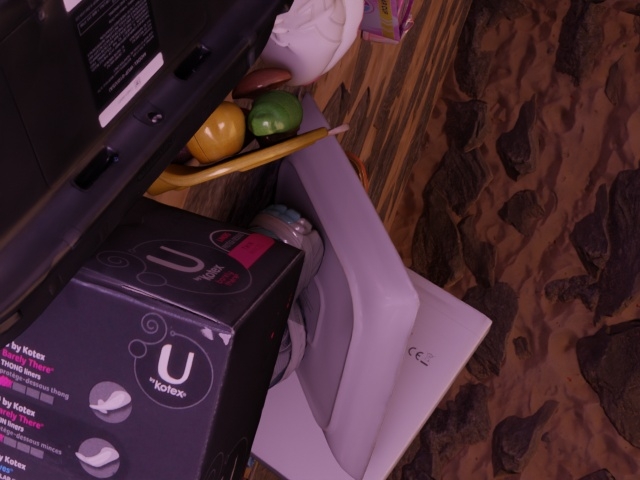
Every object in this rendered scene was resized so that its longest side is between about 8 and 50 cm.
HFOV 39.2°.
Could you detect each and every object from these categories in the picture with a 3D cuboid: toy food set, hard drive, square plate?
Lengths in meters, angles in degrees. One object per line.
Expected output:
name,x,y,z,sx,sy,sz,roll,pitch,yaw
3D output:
toy food set,-0.066,-0.093,0.708,0.218,0.128,0.071,-39,111,-70
hard drive,0.050,0.190,1.267,0.353,0.233,0.047,-50,161,-23
square plate,0.001,0.059,1.076,0.344,0.049,0.347,100,-27,-45

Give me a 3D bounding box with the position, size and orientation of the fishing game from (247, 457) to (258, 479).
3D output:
fishing game,-0.104,0.269,1.440,0.189,0.041,0.264,-72,172,-62

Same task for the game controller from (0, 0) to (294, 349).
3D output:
game controller,-0.109,-0.090,0.444,0.319,0.067,0.166,-57,150,-33

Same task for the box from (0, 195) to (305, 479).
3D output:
box,-0.124,0.127,0.601,0.165,0.143,0.270,-51,158,-69

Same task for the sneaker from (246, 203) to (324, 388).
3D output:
sneaker,-0.086,0.087,1.018,0.122,0.110,0.283,-40,152,-38

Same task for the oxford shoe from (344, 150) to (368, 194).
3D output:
oxford shoe,0.000,0.000,1.330,0.098,0.097,0.271,-39,147,-65

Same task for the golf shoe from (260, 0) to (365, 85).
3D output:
golf shoe,-0.036,-0.210,0.658,0.140,0.115,0.306,-39,161,-24

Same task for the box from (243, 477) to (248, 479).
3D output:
box,-0.172,0.491,1.459,0.191,0.045,0.184,17,89,-81

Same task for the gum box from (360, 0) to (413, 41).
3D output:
gum box,0.036,-0.270,0.897,0.188,0.107,0.062,39,70,-81

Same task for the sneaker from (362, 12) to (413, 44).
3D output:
sneaker,0.116,-0.359,1.367,0.051,0.070,0.134,57,51,-77
